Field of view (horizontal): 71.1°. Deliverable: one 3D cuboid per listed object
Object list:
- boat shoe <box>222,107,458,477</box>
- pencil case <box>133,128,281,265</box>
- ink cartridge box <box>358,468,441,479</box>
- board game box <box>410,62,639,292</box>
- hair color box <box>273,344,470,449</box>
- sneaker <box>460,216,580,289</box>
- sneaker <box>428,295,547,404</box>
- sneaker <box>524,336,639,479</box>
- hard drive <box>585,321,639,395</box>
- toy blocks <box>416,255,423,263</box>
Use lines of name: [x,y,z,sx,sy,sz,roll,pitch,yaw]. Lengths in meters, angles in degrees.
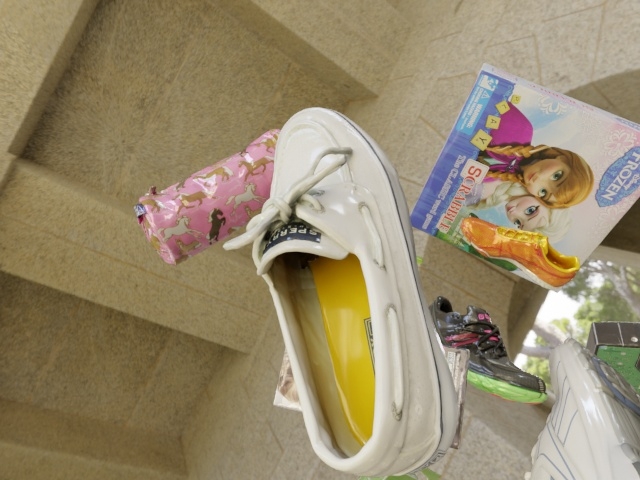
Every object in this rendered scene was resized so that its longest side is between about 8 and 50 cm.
boat shoe: [-0.007,0.005,0.384,0.156,0.135,0.367,25,-134,-49]
pencil case: [-0.214,-0.105,1.007,0.386,0.160,0.167,-32,-63,-21]
ink cartridge box: [0.145,0.533,0.953,0.109,0.062,0.209,33,-80,-15]
board game box: [0.363,-0.099,0.800,0.318,0.066,0.319,25,-53,9]
hair color box: [0.099,0.270,0.868,0.105,0.347,0.174,50,-131,-66]
sneaker: [0.291,0.004,0.655,0.175,0.067,0.064,26,-135,5]
sneaker: [0.462,0.308,1.344,0.185,0.483,0.202,30,-87,-35]
sneaker: [0.239,0.196,0.405,0.111,0.297,0.129,41,-62,1]
hard drive: [0.720,0.254,0.890,0.064,0.338,0.237,-72,-29,-42]
toy blocks: [0.060,0.115,1.243,0.381,0.191,0.261,17,-80,10]
